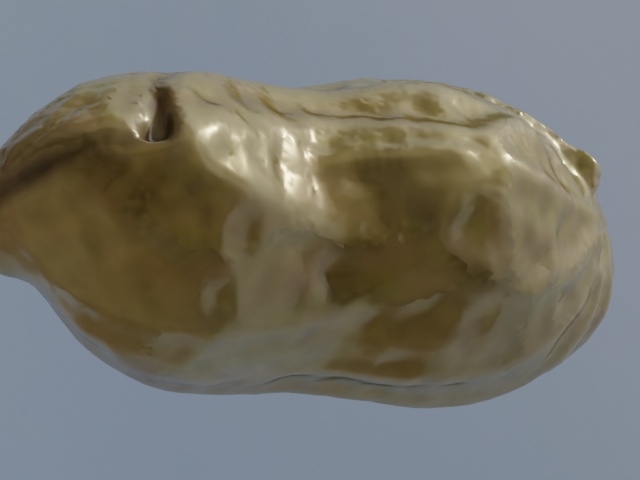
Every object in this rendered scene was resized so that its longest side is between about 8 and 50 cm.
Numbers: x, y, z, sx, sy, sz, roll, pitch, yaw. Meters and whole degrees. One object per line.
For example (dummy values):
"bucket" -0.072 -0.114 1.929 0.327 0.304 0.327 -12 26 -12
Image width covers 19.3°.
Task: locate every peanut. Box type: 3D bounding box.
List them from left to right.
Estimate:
"peanut" -0.003 0.001 0.871 0.174 0.340 0.158 15 -76 62
